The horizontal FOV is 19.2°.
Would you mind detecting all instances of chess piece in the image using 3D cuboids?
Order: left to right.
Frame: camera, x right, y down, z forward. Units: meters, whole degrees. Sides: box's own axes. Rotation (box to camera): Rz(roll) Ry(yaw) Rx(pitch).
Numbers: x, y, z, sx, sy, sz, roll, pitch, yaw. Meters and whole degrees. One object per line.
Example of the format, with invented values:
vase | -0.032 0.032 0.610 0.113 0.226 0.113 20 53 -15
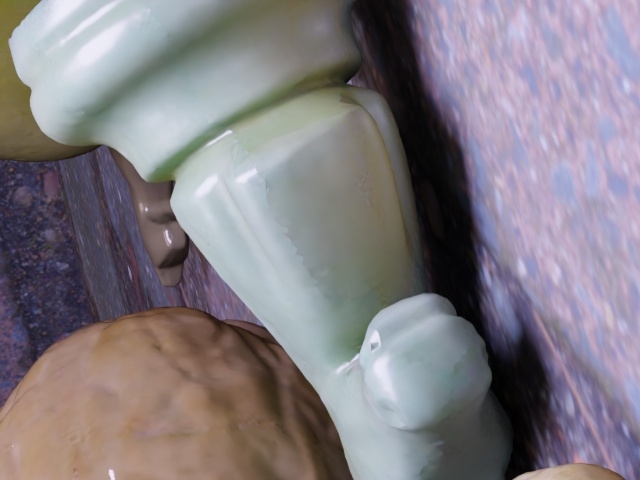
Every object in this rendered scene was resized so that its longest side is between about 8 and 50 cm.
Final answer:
chess piece | 0.000 0.000 0.839 0.298 0.176 0.176 61 168 2

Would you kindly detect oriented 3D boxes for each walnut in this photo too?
walnut | -0.061 0.178 1.022 0.252 0.277 0.313 -46 43 33

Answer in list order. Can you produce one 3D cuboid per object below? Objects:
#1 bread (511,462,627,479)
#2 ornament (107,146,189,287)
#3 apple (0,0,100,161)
bread | 0.092 0.197 0.649 0.198 0.120 0.236 106 147 -66
ornament | -0.159 -0.102 1.637 0.230 0.061 0.245 -121 22 -49
apple | -0.260 -0.217 1.464 0.258 0.233 0.295 123 141 -48
